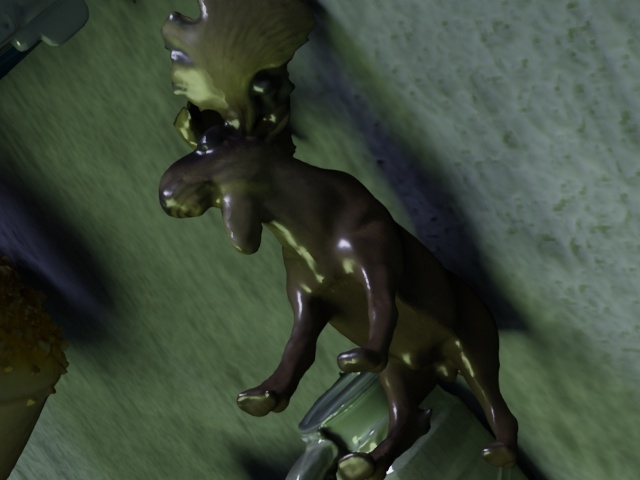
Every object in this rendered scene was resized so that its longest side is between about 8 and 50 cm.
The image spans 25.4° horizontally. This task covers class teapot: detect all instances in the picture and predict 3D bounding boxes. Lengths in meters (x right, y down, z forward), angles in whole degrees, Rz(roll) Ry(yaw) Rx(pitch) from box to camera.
[{"bbox_3d":[0.065,0.159,0.735,0.200,0.107,0.077,49,153,-5],"label":"teapot"}]

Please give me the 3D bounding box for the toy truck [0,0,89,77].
[{"bbox_3d":[-0.244,-0.106,0.738,0.146,0.175,0.367,52,151,-12],"label":"toy truck"}]

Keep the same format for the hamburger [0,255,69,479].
[{"bbox_3d":[-0.316,0.062,0.942,0.302,0.302,0.170,20,99,38],"label":"hamburger"}]

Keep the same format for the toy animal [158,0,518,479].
[{"bbox_3d":[0.000,0.000,0.626,0.093,0.186,0.214,-27,131,30],"label":"toy animal"}]
